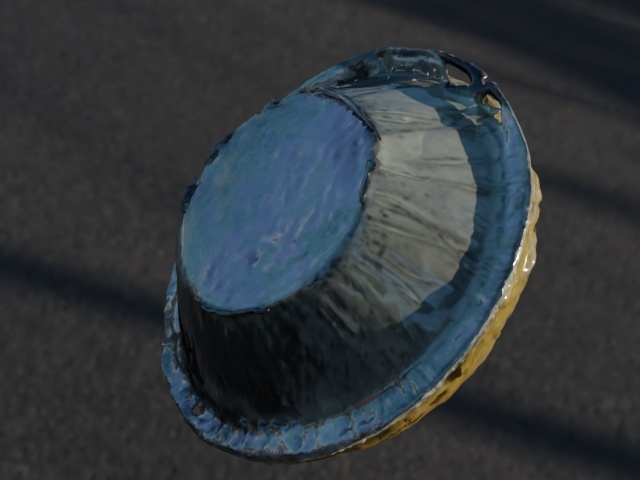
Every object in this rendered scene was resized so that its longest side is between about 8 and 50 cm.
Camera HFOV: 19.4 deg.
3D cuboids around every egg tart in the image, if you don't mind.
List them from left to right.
[{"bbox_3d":[0.000,0.000,0.941,0.094,0.234,0.234,36,1,-43],"label":"egg tart"}]
